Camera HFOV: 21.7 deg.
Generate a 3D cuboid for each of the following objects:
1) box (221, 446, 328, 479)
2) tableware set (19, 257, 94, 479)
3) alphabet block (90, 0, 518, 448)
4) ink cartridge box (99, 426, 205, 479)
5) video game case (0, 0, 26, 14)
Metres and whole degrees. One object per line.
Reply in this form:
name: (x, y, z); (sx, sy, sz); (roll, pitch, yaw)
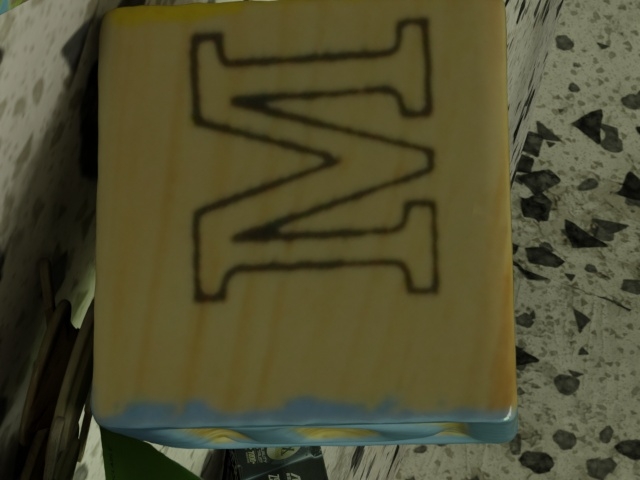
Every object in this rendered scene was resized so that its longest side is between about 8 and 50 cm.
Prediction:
box: (-0.034, 0.267, 1.441); (0.147, 0.078, 0.180); (99, -18, -47)
tableware set: (-0.146, 0.101, 0.864); (0.194, 0.039, 0.128); (109, -3, -46)
alphabet block: (0.000, 0.000, 0.831); (0.192, 0.194, 0.197); (62, 27, -79)
ink cartridge box: (-0.087, 0.216, 0.841); (0.097, 0.255, 0.188); (-15, 109, -29)
video game case: (-0.102, -0.175, 0.569); (0.193, 0.023, 0.212); (-50, 159, -62)
